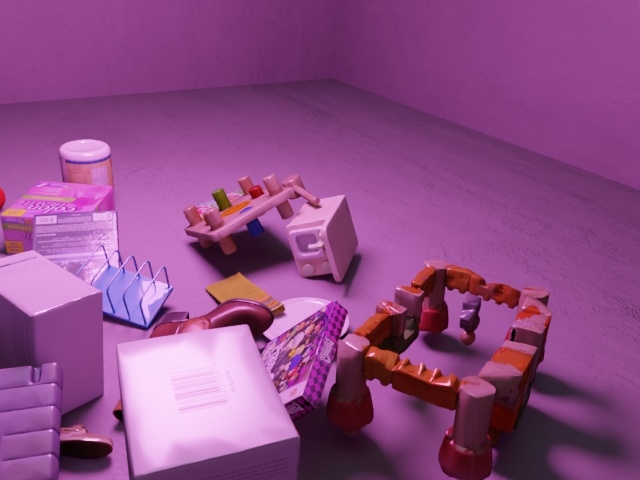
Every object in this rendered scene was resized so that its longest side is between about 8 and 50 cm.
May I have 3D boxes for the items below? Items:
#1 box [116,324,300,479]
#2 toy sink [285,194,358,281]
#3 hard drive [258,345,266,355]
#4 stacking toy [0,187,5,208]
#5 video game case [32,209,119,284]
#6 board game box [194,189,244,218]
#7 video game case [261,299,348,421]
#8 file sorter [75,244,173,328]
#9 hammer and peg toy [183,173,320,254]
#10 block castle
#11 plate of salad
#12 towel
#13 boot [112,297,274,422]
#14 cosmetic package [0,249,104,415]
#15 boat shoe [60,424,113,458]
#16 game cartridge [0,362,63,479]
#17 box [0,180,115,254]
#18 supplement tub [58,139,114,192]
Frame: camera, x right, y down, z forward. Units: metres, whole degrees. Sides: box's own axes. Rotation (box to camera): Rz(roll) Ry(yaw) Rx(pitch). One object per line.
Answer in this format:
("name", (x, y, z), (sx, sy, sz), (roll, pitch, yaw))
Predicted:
("box", (-0.145, 0.313, 0.727), (0.168, 0.345, 0.215), (-6, 29, -21))
("toy sink", (0.000, 0.000, 1.546), (0.131, 0.153, 0.234), (-10, 23, 19))
("hard drive", (-0.128, 0.265, 1.180), (0.135, 0.022, 0.094), (-22, 37, -40))
("stacking toy", (-0.957, -0.076, 1.624), (0.141, 0.141, 0.330), (1, 21, -8))
("video game case", (-0.583, 0.044, 1.411), (0.196, 0.026, 0.274), (-4, 56, -17))
("board game box", (-0.286, -0.103, 1.866), (0.124, 0.039, 0.259), (23, 30, 31))
("video game case", (-0.057, 0.234, 1.048), (0.042, 0.210, 0.232), (44, 36, -15))
("file sorter", (-0.437, 0.097, 1.312), (0.170, 0.104, 0.118), (17, 50, 10))
("hammer and peg toy", (-0.178, -0.104, 1.599), (0.361, 0.127, 0.266), (-32, 19, -22))
("block castle", (0.243, 0.229, 1.114), (0.303, 0.213, 0.453), (15, 27, 28))
("plate of salad", (-0.035, 0.187, 1.316), (0.199, 0.048, 0.200), (0, 26, 0))
("towel", (-0.181, 0.132, 1.382), (0.102, 0.021, 0.237), (-19, 25, -27))
("boot", (-0.230, 0.226, 1.135), (0.264, 0.096, 0.280), (-2, 27, 3))
("cosmetic package", (-0.517, 0.169, 1.076), (0.224, 0.224, 0.138), (23, 27, 31))
("boat shoe", (-0.409, 0.329, 0.979), (0.135, 0.050, 0.045), (4, 32, -1))
("game cartridge", (-0.573, 0.315, 0.865), (0.354, 0.068, 0.230), (-5, 60, -13))
("box", (-0.708, -0.061, 1.621), (0.213, 0.117, 0.243), (4, 28, -2))
("supplement tub", (-0.703, -0.191, 1.784), (0.144, 0.200, 0.144), (4, 28, -2))
